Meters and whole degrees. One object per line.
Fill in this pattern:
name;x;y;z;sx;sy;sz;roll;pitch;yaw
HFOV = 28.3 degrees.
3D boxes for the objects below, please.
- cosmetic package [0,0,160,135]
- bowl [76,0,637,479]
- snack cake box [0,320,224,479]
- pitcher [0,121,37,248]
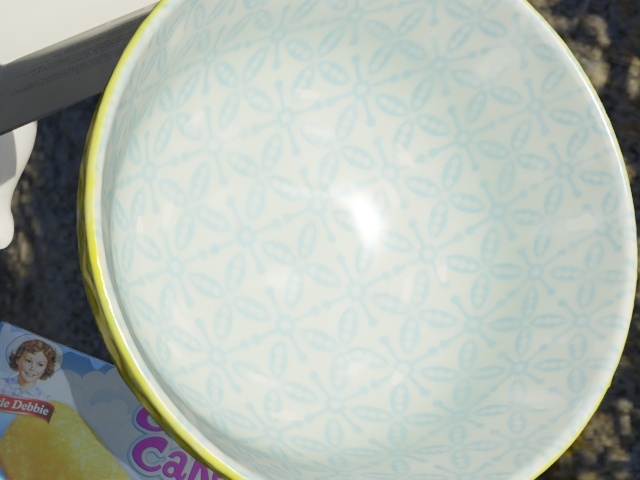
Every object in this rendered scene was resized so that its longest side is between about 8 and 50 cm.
cosmetic package;-0.222;-0.206;0.938;0.197;0.155;0.365;66;164;-6
bowl;0.000;0.000;0.655;0.156;0.289;0.290;-21;70;62
snack cake box;-0.126;0.175;0.882;0.089;0.264;0.152;142;149;-76
pitcher;-0.400;-0.117;1.485;0.178;0.125;0.207;-124;38;-58
